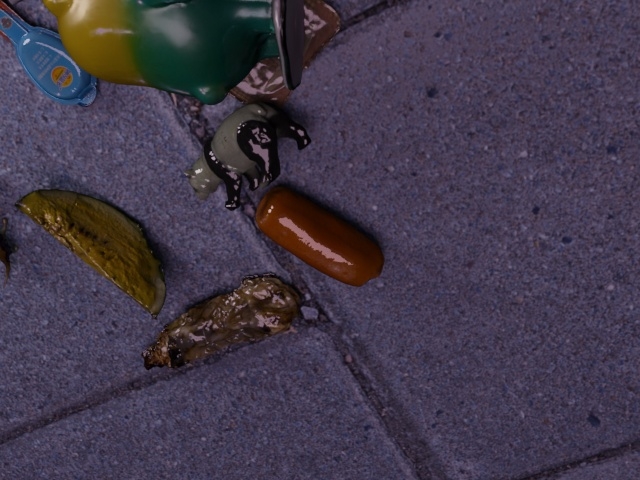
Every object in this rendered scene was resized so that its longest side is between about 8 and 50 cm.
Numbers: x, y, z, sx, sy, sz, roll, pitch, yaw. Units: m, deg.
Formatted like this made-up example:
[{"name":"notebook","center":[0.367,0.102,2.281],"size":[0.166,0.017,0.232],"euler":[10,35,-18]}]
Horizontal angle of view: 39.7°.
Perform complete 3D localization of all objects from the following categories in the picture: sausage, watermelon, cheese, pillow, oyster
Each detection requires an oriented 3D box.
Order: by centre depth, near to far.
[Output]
[{"name":"pillow","center":[-0.072,-0.294,1.359],"size":[0.135,0.034,0.211],"euler":[30,120,-14]},{"name":"cheese","center":[-0.451,-0.307,1.386],"size":[0.106,0.037,0.256],"euler":[-39,109,23]},{"name":"sausage","center":[0.000,0.000,1.494],"size":[0.238,0.098,0.098],"euler":[32,119,-12]},{"name":"watermelon","center":[-0.379,0.016,1.515],"size":[0.301,0.129,0.123],"euler":[42,113,-12]},{"name":"oyster","center":[-0.190,0.169,1.629],"size":[0.345,0.079,0.129],"euler":[-26,124,16]}]

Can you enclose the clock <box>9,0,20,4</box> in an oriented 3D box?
[{"name":"clock","center":[-0.407,-0.469,1.257],"size":[0.253,0.083,0.186],"euler":[-26,114,20]}]

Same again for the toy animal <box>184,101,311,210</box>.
[{"name":"toy animal","center":[-0.129,-0.132,1.421],"size":[0.121,0.094,0.225],"euler":[46,133,-9]}]

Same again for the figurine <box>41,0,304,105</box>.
[{"name":"figurine","center":[-0.200,-0.301,1.228],"size":[0.340,0.323,0.231],"euler":[3,81,8]}]

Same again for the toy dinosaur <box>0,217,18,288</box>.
[{"name":"toy dinosaur","center":[-0.566,0.008,1.581],"size":[0.037,0.058,0.180],"euler":[5,134,11]}]
